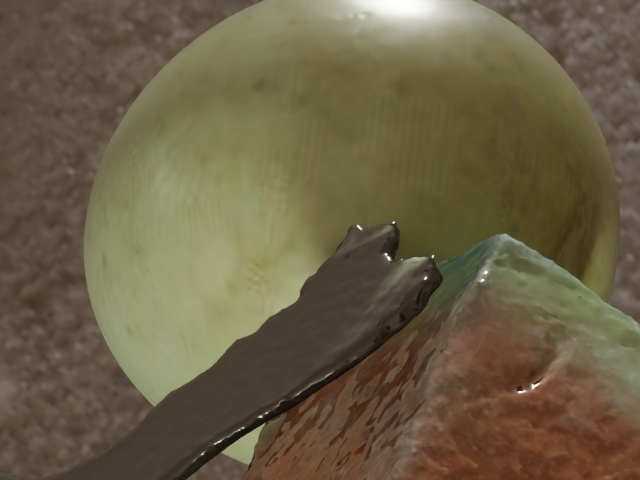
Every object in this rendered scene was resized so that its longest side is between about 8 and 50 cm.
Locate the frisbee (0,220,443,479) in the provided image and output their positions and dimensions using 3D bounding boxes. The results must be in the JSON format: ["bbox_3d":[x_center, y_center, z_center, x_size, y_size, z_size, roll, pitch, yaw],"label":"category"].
[{"bbox_3d":[-0.047,0.063,0.416,0.187,0.012,0.211,-39,27,5],"label":"frisbee"}]

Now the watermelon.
[{"bbox_3d":[0.026,0.125,0.553,0.193,0.140,0.257,-24,19,51],"label":"watermelon"}]

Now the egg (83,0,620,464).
[{"bbox_3d":[0.000,0.000,0.838,0.295,0.218,0.218,-11,51,54],"label":"egg"}]
